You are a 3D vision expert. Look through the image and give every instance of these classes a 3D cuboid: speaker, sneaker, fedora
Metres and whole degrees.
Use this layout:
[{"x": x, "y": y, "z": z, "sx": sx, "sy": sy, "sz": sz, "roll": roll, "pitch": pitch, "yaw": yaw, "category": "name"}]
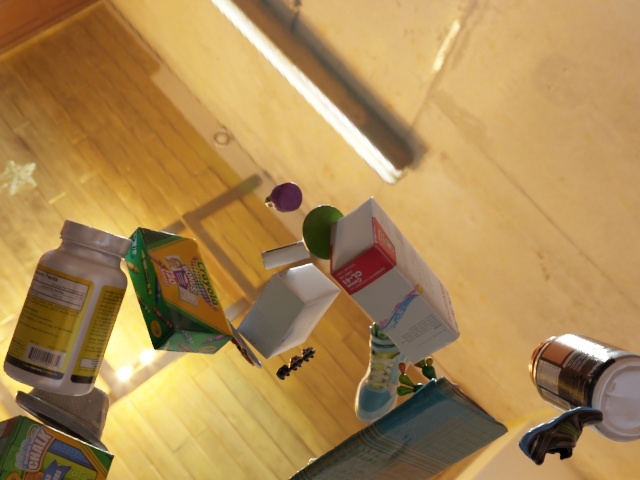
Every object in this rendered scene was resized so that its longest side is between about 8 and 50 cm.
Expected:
[{"x": -0.101, "y": 0.042, "z": 2.221, "sx": 0.055, "sy": 0.136, "sz": 0.055, "roll": -16, "pitch": 90, "yaw": -87, "category": "speaker"}, {"x": 0.170, "y": 0.351, "z": 2.181, "sx": 0.127, "sy": 0.319, "sz": 0.208, "roll": 8, "pitch": -42, "yaw": 22, "category": "sneaker"}, {"x": 0.475, "y": 0.383, "z": 1.481, "sx": 0.078, "sy": 0.188, "sz": 0.067, "roll": 59, "pitch": -24, "yaw": 27, "category": "sneaker"}, {"x": -0.598, "y": 0.401, "z": 1.836, "sx": 0.244, "sy": 0.124, "sz": 0.275, "roll": 7, "pitch": -34, "yaw": 37, "category": "fedora"}]

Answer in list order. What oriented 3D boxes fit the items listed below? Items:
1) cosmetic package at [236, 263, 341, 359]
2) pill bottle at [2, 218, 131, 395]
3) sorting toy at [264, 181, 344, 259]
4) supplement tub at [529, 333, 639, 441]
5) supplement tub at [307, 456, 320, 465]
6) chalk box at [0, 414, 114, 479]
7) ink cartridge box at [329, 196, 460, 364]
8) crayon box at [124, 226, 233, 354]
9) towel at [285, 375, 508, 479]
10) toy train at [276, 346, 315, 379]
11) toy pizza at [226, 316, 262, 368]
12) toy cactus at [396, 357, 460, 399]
[{"x": -0.090, "y": 0.204, "z": 2.235, "sx": 0.138, "sy": 0.224, "sz": 0.224, "roll": 40, "pitch": -67, "yaw": 18, "category": "cosmetic package"}, {"x": -0.512, "y": 0.135, "z": 1.570, "sx": 0.188, "sy": 0.333, "sz": 0.188, "roll": 18, "pitch": -5, "yaw": 2, "category": "pill bottle"}, {"x": 0.000, "y": 0.000, "z": 1.797, "sx": 0.365, "sy": 0.127, "sz": 0.126, "roll": 42, "pitch": -25, "yaw": -24, "category": "sorting toy"}, {"x": 0.617, "y": 0.322, "z": 1.731, "sx": 0.193, "sy": 0.194, "sz": 0.316, "roll": 56, "pitch": -6, "yaw": -10, "category": "supplement tub"}, {"x": 0.133, "y": 0.751, "z": 2.280, "sx": 0.235, "sy": 0.325, "sz": 0.235, "roll": -177, "pitch": -90, "yaw": -74, "category": "supplement tub"}, {"x": -0.601, "y": 0.472, "z": 1.519, "sx": 0.180, "sy": 0.179, "sz": 0.289, "roll": -24, "pitch": -48, "yaw": 39, "category": "chalk box"}, {"x": 0.159, "y": 0.088, "z": 1.677, "sx": 0.306, "sy": 0.131, "sz": 0.226, "roll": 50, "pitch": 18, "yaw": -22, "category": "ink cartridge box"}, {"x": -0.316, "y": 0.111, "z": 1.660, "sx": 0.165, "sy": 0.081, "sz": 0.278, "roll": 15, "pitch": 40, "yaw": -49, "category": "crayon box"}, {"x": 0.121, "y": 0.380, "z": 1.329, "sx": 0.271, "sy": 0.370, "sz": 0.040, "roll": 40, "pitch": 20, "yaw": -46, "category": "towel"}, {"x": -0.072, "y": 0.355, "z": 2.209, "sx": 0.036, "sy": 0.158, "sz": 0.027, "roll": 35, "pitch": -46, "yaw": 25, "category": "toy train"}, {"x": -0.233, "y": 0.291, "z": 2.161, "sx": 0.201, "sy": 0.032, "sz": 0.201, "roll": 52, "pitch": -9, "yaw": 11, "category": "toy pizza"}, {"x": 0.299, "y": 0.407, "z": 2.092, "sx": 0.112, "sy": 0.181, "sz": 0.218, "roll": 137, "pitch": -46, "yaw": -68, "category": "toy cactus"}]
